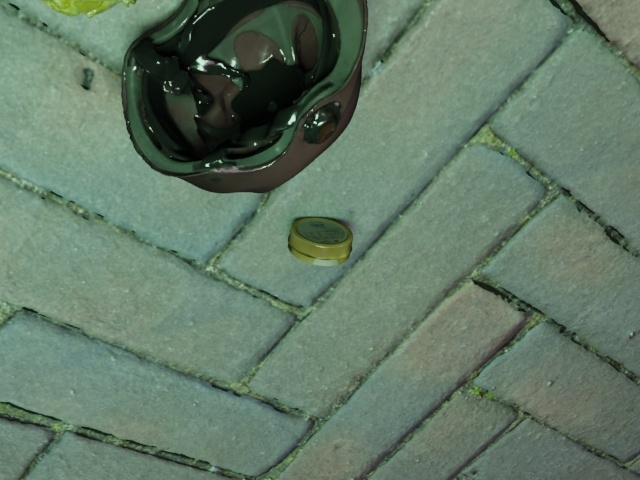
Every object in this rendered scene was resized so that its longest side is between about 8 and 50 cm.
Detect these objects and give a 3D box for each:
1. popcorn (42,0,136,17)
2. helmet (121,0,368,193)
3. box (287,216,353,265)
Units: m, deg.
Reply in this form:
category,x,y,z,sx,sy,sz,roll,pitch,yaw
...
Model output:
category,x,y,z,sx,sy,sz,roll,pitch,yaw
popcorn,-0.263,-0.319,0.807,0.162,0.135,0.141,32,105,-30
helmet,-0.070,-0.195,0.892,0.338,0.271,0.197,-39,157,8
box,0.000,0.000,1.134,0.106,0.105,0.037,1,119,-16
